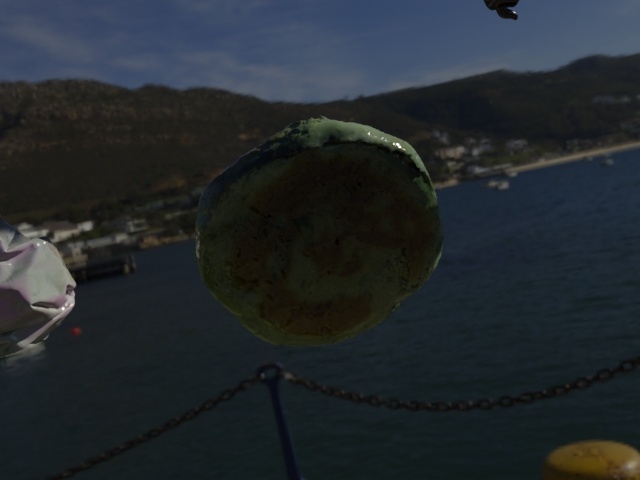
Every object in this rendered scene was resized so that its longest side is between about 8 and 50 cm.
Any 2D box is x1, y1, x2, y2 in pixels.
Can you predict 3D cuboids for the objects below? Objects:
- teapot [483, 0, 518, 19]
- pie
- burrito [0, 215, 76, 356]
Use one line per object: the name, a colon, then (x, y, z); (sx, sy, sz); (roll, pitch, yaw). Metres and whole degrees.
teapot: (0.209, -0.300, 0.927); (0.045, 0.100, 0.068); (-7, 8, -9)
pie: (0.000, 0.000, 0.743); (0.241, 0.240, 0.054); (-12, 35, -6)
burrito: (-0.182, -0.032, 0.325); (0.064, 0.203, 0.064); (-42, 12, 11)
